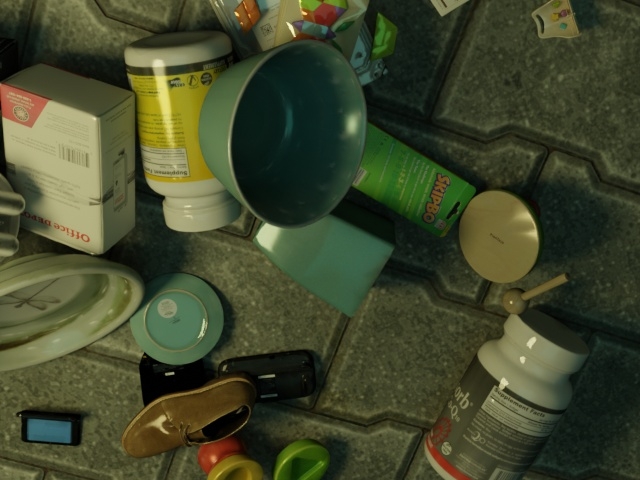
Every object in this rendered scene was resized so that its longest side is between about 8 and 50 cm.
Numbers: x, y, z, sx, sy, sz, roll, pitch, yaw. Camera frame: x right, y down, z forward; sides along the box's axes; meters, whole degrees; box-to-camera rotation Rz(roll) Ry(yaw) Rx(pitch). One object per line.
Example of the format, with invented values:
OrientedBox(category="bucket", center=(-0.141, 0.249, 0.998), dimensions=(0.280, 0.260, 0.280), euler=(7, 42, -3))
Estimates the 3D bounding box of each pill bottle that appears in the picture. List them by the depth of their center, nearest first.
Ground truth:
OrientedBox(category="pill bottle", center=(-0.231, -0.194, 1.707), dimensions=(0.188, 0.188, 0.333), euler=(-7, 112, -1))
OrientedBox(category="pill bottle", center=(0.380, 0.329, 1.942), dimensions=(0.210, 0.210, 0.363), euler=(23, 107, -12))

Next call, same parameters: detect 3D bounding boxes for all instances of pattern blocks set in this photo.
OrientedBox(category="pattern blocks set", center=(-0.007, -0.369, 1.672), dimensions=(0.285, 0.026, 0.324), euler=(0, 111, -4))

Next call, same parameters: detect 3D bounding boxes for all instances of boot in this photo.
OrientedBox(category="boot", center=(-0.271, 0.371, 1.922), dimensions=(0.305, 0.115, 0.112), euler=(-27, 114, 9))

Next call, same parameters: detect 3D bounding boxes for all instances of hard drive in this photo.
OrientedBox(category="hard drive", center=(-0.053, -0.400, 1.706), dimensions=(0.237, 0.064, 0.339), euler=(-25, 112, 6))

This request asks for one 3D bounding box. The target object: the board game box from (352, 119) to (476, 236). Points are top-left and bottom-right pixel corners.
OrientedBox(category="board game box", center=(0.163, -0.117, 1.845), dimensions=(0.259, 0.039, 0.124), euler=(30, 107, -12))

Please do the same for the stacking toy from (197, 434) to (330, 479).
OrientedBox(category="stacking toy", center=(-0.134, 0.518, 2.048), dimensions=(0.280, 0.130, 0.309), euler=(-15, 128, -26))

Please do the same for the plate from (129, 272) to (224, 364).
OrientedBox(category="plate", center=(-0.287, 0.158, 1.904), dimensions=(0.188, 0.024, 0.188), euler=(0, 97, -2))

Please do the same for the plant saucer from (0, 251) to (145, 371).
OrientedBox(category="plant saucer", center=(-0.529, 0.116, 1.769), dimensions=(0.400, 0.400, 0.100), euler=(-27, 70, 7))

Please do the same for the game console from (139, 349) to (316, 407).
OrientedBox(category="game console", center=(-0.189, 0.309, 1.986), dimensions=(0.361, 0.044, 0.213), euler=(-7, 113, -1))

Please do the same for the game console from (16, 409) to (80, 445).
OrientedBox(category="game console", center=(-0.564, 0.392, 1.979), dimensions=(0.122, 0.107, 0.071), euler=(5, 83, -6))

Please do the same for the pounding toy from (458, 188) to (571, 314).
OrientedBox(category="pounding toy", center=(0.388, 0.007, 1.862), dimensions=(0.183, 0.110, 0.237), euler=(-41, 72, 42))

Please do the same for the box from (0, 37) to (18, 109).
OrientedBox(category="box", center=(-0.646, -0.297, 1.657), dimensions=(0.207, 0.153, 0.108), euler=(7, 111, -6))

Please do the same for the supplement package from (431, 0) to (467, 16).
OrientedBox(category="supplement package", center=(0.201, -0.544, 1.574), dimensions=(0.145, 0.204, 0.262), euler=(-27, 112, 28))

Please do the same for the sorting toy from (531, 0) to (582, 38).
OrientedBox(category="sorting toy", center=(0.429, -0.407, 1.748), dimensions=(0.075, 0.045, 0.083), euler=(-19, 112, 12))

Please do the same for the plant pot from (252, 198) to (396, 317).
OrientedBox(category="plant pot", center=(0.000, 0.000, 1.818), dimensions=(0.234, 0.165, 0.165), euler=(28, 107, -5))

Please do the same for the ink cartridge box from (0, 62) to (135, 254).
OrientedBox(category="ink cartridge box", center=(-0.442, -0.142, 1.685), dimensions=(0.207, 0.117, 0.283), euler=(20, 126, 17))

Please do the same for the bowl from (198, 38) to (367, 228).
OrientedBox(category="bowl", center=(-0.084, -0.186, 1.603), dimensions=(0.312, 0.163, 0.311), euler=(-17, 115, -43))

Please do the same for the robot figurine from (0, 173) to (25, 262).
OrientedBox(category="robot figurine", center=(-0.677, -0.044, 1.687), dimensions=(0.353, 0.200, 0.299), euler=(4, 81, 36))
